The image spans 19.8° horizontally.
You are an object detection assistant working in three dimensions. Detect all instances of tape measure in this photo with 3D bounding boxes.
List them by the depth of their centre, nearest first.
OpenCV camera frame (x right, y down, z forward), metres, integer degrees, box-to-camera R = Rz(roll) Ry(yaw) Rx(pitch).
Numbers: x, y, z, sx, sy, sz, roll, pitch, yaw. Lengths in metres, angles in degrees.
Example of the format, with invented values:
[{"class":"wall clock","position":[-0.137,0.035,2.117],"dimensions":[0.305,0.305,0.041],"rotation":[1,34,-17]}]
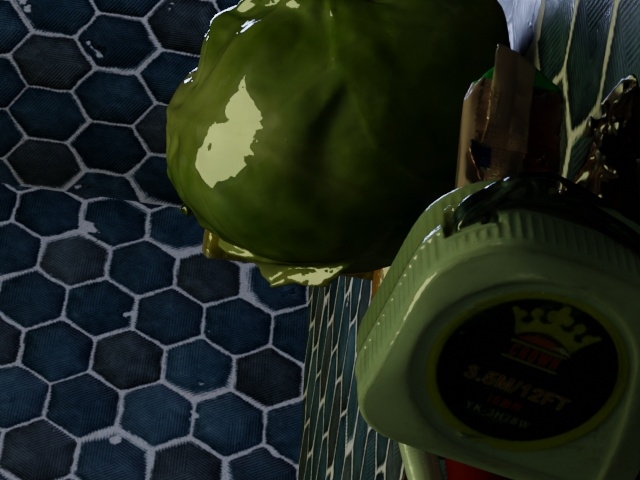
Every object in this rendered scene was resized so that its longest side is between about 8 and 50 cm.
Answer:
[{"class":"tape measure","position":[0.157,0.061,1.216],"dimensions":[0.115,0.235,0.207],"rotation":[-91,23,-57]}]

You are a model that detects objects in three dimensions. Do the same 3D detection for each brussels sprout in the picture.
[{"class":"brussels sprout","position":[0.050,-0.143,2.051],"dimensions":[0.361,0.342,0.425],"rotation":[15,61,49]}]

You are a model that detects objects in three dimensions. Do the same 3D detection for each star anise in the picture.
[{"class":"star anise","position":[0.215,-0.030,1.432],"dimensions":[0.212,0.053,0.157],"rotation":[104,-179,-78]}]

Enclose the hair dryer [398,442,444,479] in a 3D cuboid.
[{"class":"hair dryer","position":[0.107,0.283,1.735],"dimensions":[0.131,0.073,0.236],"rotation":[119,134,-80]}]

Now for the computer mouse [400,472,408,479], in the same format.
[{"class":"computer mouse","position":[0.103,0.367,2.095],"dimensions":[0.310,0.071,0.158],"rotation":[-101,21,-78]}]

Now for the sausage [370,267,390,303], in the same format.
[{"class":"sausage","position":[0.115,0.074,2.245],"dimensions":[0.109,0.109,0.271],"rotation":[-115,30,-82]}]

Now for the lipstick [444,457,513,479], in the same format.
[{"class":"lipstick","position":[0.151,0.258,1.620],"dimensions":[0.241,0.080,0.080],"rotation":[-90,9,-55]}]

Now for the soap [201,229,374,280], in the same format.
[{"class":"soap","position":[0.000,0.000,2.453],"dimensions":[0.199,0.315,0.091],"rotation":[-177,95,-84]}]

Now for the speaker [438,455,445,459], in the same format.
[{"class":"speaker","position":[0.149,0.149,2.060],"dimensions":[0.046,0.040,0.191],"rotation":[-123,41,-80]}]

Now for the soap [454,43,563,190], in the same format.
[{"class":"soap","position":[0.159,-0.001,1.625],"dimensions":[0.273,0.098,0.218],"rotation":[92,-169,-49]}]
